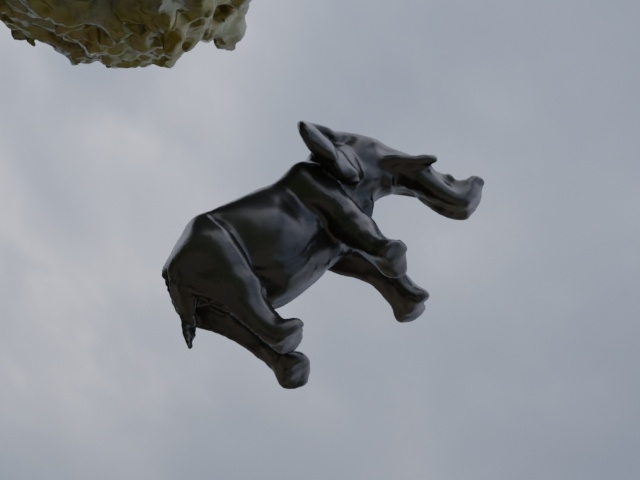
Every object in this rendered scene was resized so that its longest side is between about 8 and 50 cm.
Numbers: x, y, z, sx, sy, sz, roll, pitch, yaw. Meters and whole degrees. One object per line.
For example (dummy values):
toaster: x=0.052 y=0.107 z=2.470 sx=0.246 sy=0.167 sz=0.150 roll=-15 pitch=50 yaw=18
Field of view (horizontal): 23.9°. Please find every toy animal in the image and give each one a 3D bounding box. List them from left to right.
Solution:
toy animal: x=0.002 y=-0.005 z=1.043 sx=0.146 sy=0.245 sz=0.114 roll=41 pitch=-42 yaw=35

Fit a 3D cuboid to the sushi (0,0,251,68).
sushi: x=-0.138 y=-0.332 z=1.191 sx=0.351 sy=0.396 sz=0.240 roll=36 pitch=-11 yaw=-8
